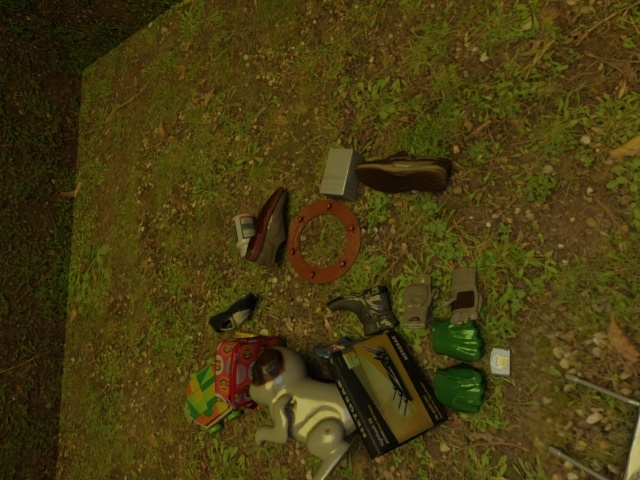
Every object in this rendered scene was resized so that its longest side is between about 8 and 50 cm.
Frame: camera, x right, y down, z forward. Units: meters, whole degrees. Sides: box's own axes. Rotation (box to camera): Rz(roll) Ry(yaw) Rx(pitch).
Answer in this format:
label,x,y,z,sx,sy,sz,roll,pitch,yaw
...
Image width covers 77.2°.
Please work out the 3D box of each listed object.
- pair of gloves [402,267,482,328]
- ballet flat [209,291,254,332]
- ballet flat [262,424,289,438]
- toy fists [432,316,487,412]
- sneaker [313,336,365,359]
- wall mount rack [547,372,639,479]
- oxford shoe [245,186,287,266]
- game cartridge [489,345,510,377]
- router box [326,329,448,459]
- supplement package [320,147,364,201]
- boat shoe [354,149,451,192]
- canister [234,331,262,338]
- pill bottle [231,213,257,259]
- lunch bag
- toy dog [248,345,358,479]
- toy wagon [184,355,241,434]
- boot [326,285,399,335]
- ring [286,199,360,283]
label,x,y,z,sx,sy,sz,roll,pitch,yaw
pair of gloves,0.376,0.183,1.247,0.240,0.042,0.204,-13,40,24
ballet flat,-0.360,0.315,1.691,0.280,0.095,0.096,-34,74,32
ballet flat,-0.142,0.710,1.495,0.189,0.070,0.070,-24,68,27
toy fists,0.423,0.367,1.198,0.142,0.096,0.278,-8,77,43
sneaker,0.076,0.386,1.422,0.221,0.083,0.087,-7,58,30
wall mount rack,0.744,0.485,0.965,0.304,0.130,0.349,13,87,29
oxford shoe,-0.196,-0.056,1.663,0.123,0.130,0.348,-13,54,61
game cartridge,0.529,0.356,1.180,0.056,0.017,0.083,-1,79,35
router box,0.193,0.454,1.218,0.308,0.243,0.081,60,152,32
supplement package,0.084,-0.249,1.522,0.105,0.105,0.179,10,86,33
boat shoe,0.287,-0.252,1.410,0.342,0.123,0.123,6,53,37
canister,-0.303,0.462,1.629,0.126,0.073,0.169,-1,78,31
pill bottle,-0.313,-0.014,1.713,0.108,0.108,0.180,-23,69,26
lunch bag,-0.252,0.485,1.464,0.120,0.293,0.257,-2,83,33
toy dog,-0.058,0.521,1.309,0.408,0.284,0.395,34,92,20
toy wagon,-0.477,0.672,1.693,0.344,0.068,0.267,-41,62,18
boot,0.141,0.260,1.401,0.247,0.083,0.161,-20,76,28
ring,0.000,0.000,1.565,0.337,0.032,0.336,-7,76,29
